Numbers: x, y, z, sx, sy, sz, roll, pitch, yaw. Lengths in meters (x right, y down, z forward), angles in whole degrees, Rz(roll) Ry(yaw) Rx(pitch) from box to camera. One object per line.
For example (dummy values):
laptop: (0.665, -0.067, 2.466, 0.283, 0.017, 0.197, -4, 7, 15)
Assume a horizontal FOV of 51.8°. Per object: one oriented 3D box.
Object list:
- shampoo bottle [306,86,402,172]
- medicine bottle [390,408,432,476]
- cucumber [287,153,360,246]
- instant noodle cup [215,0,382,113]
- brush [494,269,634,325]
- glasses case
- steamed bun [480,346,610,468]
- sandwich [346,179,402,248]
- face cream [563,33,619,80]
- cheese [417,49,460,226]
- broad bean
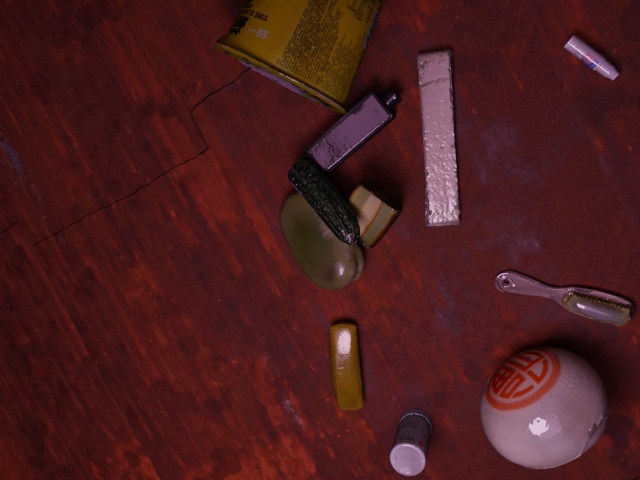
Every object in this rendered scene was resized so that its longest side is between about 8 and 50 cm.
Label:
shampoo bottle: (0.084, -0.262, 1.538, 0.246, 0.080, 0.079, -39, 91, 18)
medicine bottle: (0.224, 0.489, 1.607, 0.086, 0.183, 0.086, 3, 103, 15)
cucumber: (0.013, -0.095, 1.513, 0.077, 0.077, 0.265, -48, 70, 19)
instant noodle cup: (-0.030, -0.456, 1.420, 0.325, 0.325, 0.254, 28, 99, 8)
brush: (0.555, 0.131, 1.508, 0.312, 0.067, 0.072, 16, 106, 13)
glasses case: (0.065, 0.320, 1.675, 0.079, 0.064, 0.234, -3, 101, 14)
steamed bun: (0.477, 0.350, 1.455, 0.283, 0.283, 0.177, -34, 108, 19)
sandwich: (0.105, -0.052, 1.527, 0.117, 0.187, 0.144, 37, 102, 6)
face cream: (0.581, -0.387, 1.404, 0.130, 0.034, 0.034, 39, 108, 3)
cheese: (0.274, -0.231, 1.519, 0.085, 0.034, 0.401, -1, 102, 15)
broad bean: (0.000, 0.000, 1.604, 0.189, 0.121, 0.263, -38, 75, 39)
